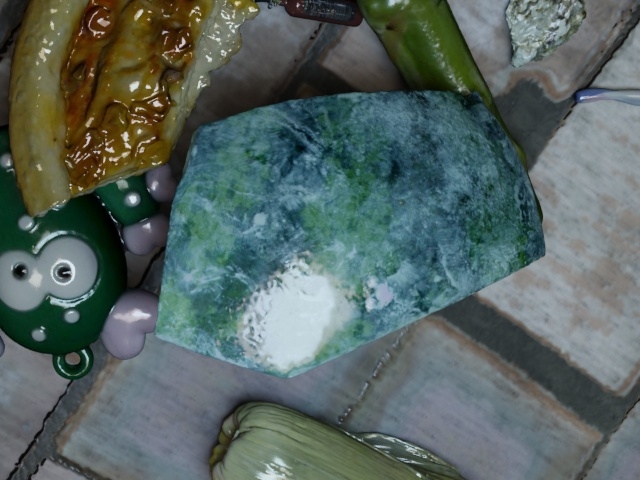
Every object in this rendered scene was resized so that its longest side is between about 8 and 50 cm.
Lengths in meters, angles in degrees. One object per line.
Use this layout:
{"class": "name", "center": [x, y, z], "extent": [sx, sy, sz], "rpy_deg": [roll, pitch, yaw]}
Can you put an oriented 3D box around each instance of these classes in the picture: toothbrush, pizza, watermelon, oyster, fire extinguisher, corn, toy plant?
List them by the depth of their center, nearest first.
{"class": "pizza", "center": [-0.166, -0.180, 1.480], "extent": [0.182, 0.074, 0.365], "rpy_deg": [26, 80, 1]}
{"class": "toy plant", "center": [-0.251, 0.012, 1.539], "extent": [0.232, 0.112, 0.243], "rpy_deg": [8, 98, -1]}
{"class": "watermelon", "center": [0.000, 0.000, 1.540], "extent": [0.387, 0.258, 0.228], "rpy_deg": [-17, 82, -25]}
{"class": "fire extinguisher", "center": [-0.007, -0.229, 1.577], "extent": [0.100, 0.032, 0.046], "rpy_deg": [7, 113, -21]}
{"class": "oyster", "center": [0.216, -0.226, 1.627], "extent": [0.098, 0.037, 0.100], "rpy_deg": [-21, 108, -8]}
{"class": "corn", "center": [0.037, 0.253, 1.664], "extent": [0.305, 0.123, 0.122], "rpy_deg": [23, 96, -18]}
{"class": "toothbrush", "center": [0.380, -0.130, 1.700], "extent": [0.269, 0.021, 0.027], "rpy_deg": [6, 90, -15]}

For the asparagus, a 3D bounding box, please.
{"class": "asparagus", "center": [0.127, -0.137, 1.608], "extent": [0.082, 0.085, 0.343], "rpy_deg": [-38, 115, -14]}
